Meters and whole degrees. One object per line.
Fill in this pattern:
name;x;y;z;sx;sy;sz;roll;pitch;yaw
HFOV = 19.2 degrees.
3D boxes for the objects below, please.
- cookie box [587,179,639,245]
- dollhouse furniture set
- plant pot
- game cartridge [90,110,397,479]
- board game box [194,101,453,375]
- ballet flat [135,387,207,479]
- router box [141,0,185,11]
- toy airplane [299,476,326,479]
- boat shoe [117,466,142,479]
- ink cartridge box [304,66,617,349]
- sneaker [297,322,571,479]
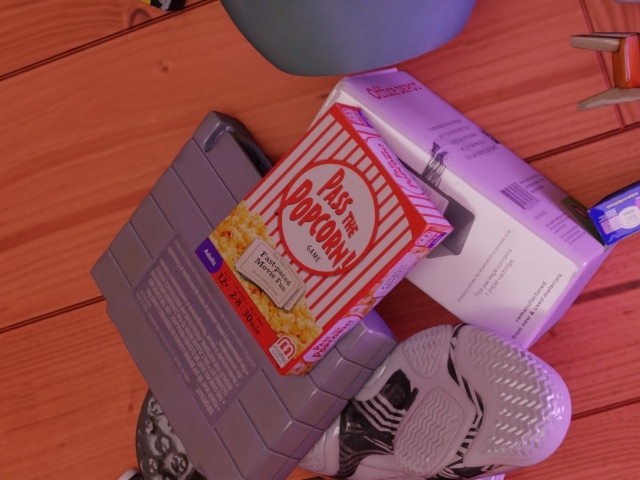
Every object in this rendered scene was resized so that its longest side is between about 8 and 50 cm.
cookie box;0.300;-0.037;1.727;0.091;0.107;0.040;-27;90;19
dollhouse furniture set;0.296;-0.254;1.621;0.135;0.259;0.262;-4;96;21
plant pot;0.021;-0.286;1.701;0.293;0.293;0.235;-7;112;18
game cartridge;-0.083;0.064;1.792;0.230;0.068;0.355;-54;44;19
board game box;0.000;0.000;1.632;0.193;0.045;0.147;-46;65;20
ballet flat;-0.141;0.251;1.935;0.084;0.058;0.250;-2;92;14
router box;-0.171;-0.333;1.870;0.133;0.046;0.179;24;103;13
toy airplane;0.036;0.474;1.791;0.384;0.272;0.386;45;126;40
boat shoe;-0.220;0.293;1.966;0.038;0.046;0.125;43;99;13
ink cartridge box;0.123;-0.032;1.735;0.273;0.198;0.115;38;107;10
sneaker;0.132;0.175;1.702;0.365;0.210;0.137;-8;61;52
